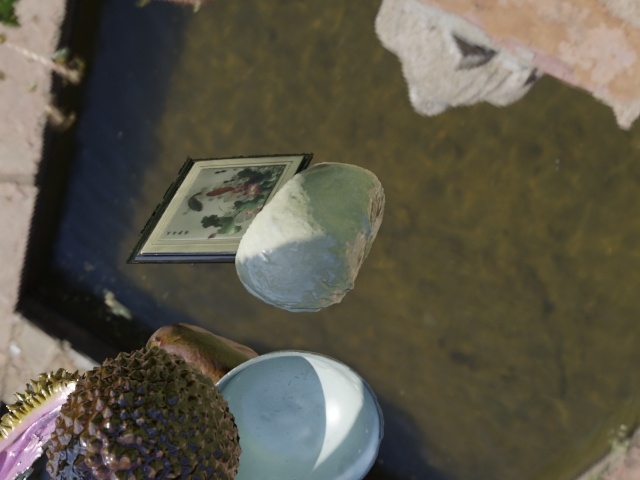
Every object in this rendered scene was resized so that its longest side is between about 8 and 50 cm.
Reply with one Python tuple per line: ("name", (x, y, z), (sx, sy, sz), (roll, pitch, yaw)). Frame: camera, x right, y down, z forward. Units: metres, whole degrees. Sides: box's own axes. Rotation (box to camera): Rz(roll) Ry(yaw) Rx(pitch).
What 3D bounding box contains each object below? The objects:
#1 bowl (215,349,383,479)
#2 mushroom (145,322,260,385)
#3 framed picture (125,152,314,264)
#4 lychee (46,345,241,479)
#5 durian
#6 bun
("bowl", (-0.057, 0.292, 1.812), (0.313, 0.146, 0.313), (-2, 113, -5))
("mushroom", (-0.199, 0.265, 1.978), (0.267, 0.267, 0.254), (7, 102, 26))
("framed picture", (-0.124, -0.042, 1.324), (0.195, 0.199, 0.010), (-1, 135, 30))
("lychee", (-0.238, 0.278, 1.408), (0.267, 0.267, 0.267), (17, 138, 17))
("durian", (-0.537, 0.345, 1.954), (0.112, 0.191, 0.341), (36, 98, -10))
("bun", (0.000, 0.000, 1.036), (0.111, 0.164, 0.188), (39, 180, 7))
